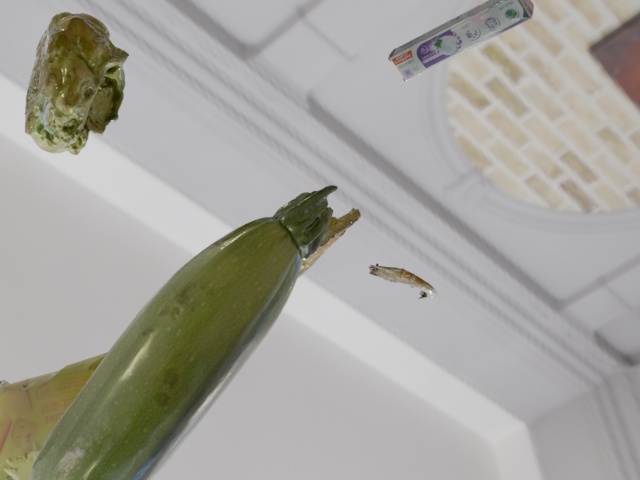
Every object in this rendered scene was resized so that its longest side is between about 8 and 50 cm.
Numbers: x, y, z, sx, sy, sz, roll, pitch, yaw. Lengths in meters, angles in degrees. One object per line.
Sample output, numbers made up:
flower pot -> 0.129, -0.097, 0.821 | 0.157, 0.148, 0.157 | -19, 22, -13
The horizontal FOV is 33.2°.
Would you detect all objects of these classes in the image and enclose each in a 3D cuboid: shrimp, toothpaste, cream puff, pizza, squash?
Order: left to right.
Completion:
cream puff -> -0.472, -0.303, 2.108 | 0.185, 0.282, 0.282 | 12, -135, -26
squash -> -0.103, 0.083, 0.790 | 0.094, 0.341, 0.094 | 39, 176, 3
pizza -> 0.000, 0.000, 1.283 | 0.026, 0.123, 0.108 | 46, 179, 3
shrimp -> 0.122, 0.063, 1.572 | 0.083, 0.114, 0.023 | 41, -110, -45
toothpaste -> 0.183, -0.275, 1.416 | 0.047, 0.196, 0.040 | 49, -147, -28

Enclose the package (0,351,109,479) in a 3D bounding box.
package -> -0.317, 0.221, 1.279 | 0.090, 0.226, 0.168 | 41, -144, -50
